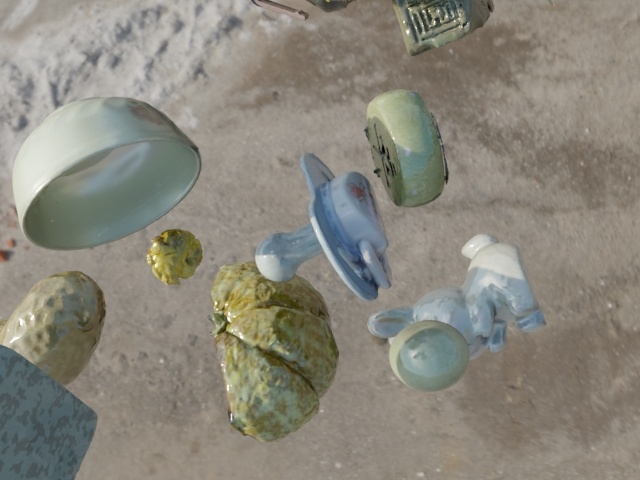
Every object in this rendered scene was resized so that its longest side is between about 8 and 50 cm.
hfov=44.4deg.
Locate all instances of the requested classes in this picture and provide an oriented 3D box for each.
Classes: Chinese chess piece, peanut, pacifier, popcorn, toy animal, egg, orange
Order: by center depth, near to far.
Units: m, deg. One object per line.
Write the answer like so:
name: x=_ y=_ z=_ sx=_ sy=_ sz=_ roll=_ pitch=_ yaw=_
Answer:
peanut: x=-0.375 y=0.143 z=0.987 sx=0.298 sy=0.120 sz=0.136 roll=-37 pitch=69 yaw=22
popcorn: x=-0.222 y=0.019 z=1.152 sx=0.084 sy=0.084 sz=0.084 roll=-8 pitch=69 yaw=23
Chinese chess piece: x=0.132 y=-0.144 z=1.240 sx=0.083 sy=0.188 sz=0.188 roll=-16 pitch=64 yaw=-5
egg: x=0.171 y=0.184 z=1.248 sx=0.152 sy=0.114 sz=0.114 roll=-19 pitch=58 yaw=62
pacifier: x=0.000 y=0.000 z=1.284 sx=0.226 sy=0.238 sz=0.287 roll=-25 pitch=44 yaw=16
orange: x=-0.075 y=0.195 z=1.483 sx=0.210 sy=0.271 sz=0.369 roll=-21 pitch=45 yaw=6
toy animal: x=0.298 y=0.145 z=1.726 sx=0.367 sy=0.196 sz=0.241 roll=-31 pitch=54 yaw=12

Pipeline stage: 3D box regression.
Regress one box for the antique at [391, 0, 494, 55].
antique: x=0.210 y=-0.404 z=1.311 sx=0.125 sy=0.284 sz=0.150 roll=-15 pitch=100 yaw=23

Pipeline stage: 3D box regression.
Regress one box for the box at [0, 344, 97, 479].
box: x=-0.322 y=0.183 z=0.733 sx=0.130 sy=0.227 sz=0.162 roll=7 pitch=59 yaw=19

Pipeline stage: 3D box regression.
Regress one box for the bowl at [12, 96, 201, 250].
bowl: x=-0.328 y=-0.115 z=1.160 sx=0.277 sy=0.277 sz=0.145 roll=-36 pitch=71 yaw=10

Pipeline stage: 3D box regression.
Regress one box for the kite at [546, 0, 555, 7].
kite: x=0.496 y=-0.637 z=1.877 sx=0.014 sy=0.183 sz=0.241 roll=-36 pitch=71 yaw=17

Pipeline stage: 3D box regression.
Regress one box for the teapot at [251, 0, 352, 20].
teapot: x=-0.064 y=-0.721 z=2.001 sx=0.344 sy=0.300 sz=0.253 roll=22 pitch=38 yaw=16
